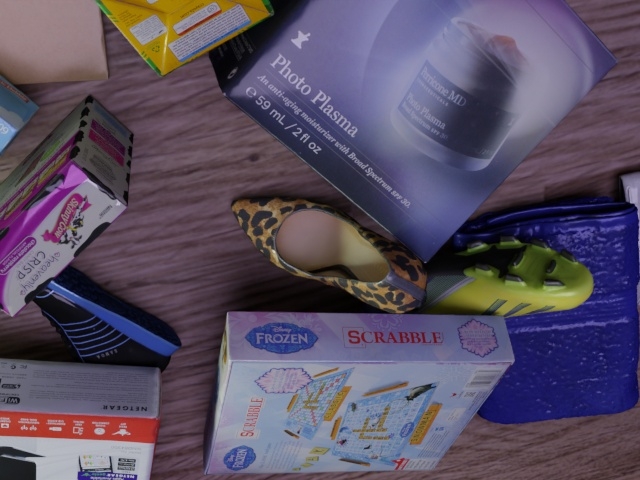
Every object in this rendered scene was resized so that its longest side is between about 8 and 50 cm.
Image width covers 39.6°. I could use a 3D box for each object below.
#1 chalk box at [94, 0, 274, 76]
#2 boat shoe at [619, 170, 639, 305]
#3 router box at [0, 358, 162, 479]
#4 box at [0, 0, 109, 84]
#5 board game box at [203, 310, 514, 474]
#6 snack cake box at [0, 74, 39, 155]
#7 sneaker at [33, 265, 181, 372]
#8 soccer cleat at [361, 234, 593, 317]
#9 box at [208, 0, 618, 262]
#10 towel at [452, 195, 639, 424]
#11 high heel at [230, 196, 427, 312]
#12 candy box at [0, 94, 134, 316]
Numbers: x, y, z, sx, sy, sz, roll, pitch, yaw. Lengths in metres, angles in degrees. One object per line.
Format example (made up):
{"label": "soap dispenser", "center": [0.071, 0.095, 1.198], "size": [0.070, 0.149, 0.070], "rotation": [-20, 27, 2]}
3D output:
{"label": "chalk box", "center": [-0.155, -0.293, 0.853], "size": [0.132, 0.213, 0.132], "rotation": [-27, 148, 7]}
{"label": "boat shoe", "center": [0.406, -0.001, 1.154], "size": [0.063, 0.066, 0.184], "rotation": [-1, 117, 5]}
{"label": "router box", "center": [-0.373, 0.275, 1.071], "size": [0.335, 0.082, 0.301], "rotation": [5, 127, -12]}
{"label": "box", "center": [-0.330, -0.243, 0.923], "size": [0.201, 0.021, 0.165], "rotation": [-5, 114, -9]}
{"label": "board game box", "center": [0.028, 0.194, 1.081], "size": [0.317, 0.066, 0.319], "rotation": [2, 144, -13]}
{"label": "snack cake box", "center": [-0.439, -0.154, 0.884], "size": [0.264, 0.089, 0.152], "rotation": [40, 109, -17]}
{"label": "sneaker", "center": [-0.280, 0.101, 1.053], "size": [0.232, 0.081, 0.090], "rotation": [35, 98, -23]}
{"label": "soccer cleat", "center": [0.185, 0.067, 1.069], "size": [0.289, 0.093, 0.121], "rotation": [-3, 122, 29]}
{"label": "box", "center": [0.090, -0.193, 0.941], "size": [0.296, 0.183, 0.294], "rotation": [38, 101, -24]}
{"label": "towel", "center": [0.299, 0.095, 1.165], "size": [0.227, 0.076, 0.308], "rotation": [-7, 116, 9]}
{"label": "high heel", "center": [0.000, 0.000, 0.970], "size": [0.261, 0.186, 0.093], "rotation": [26, 87, 12]}
{"label": "candy box", "center": [-0.270, -0.044, 0.905], "size": [0.159, 0.233, 0.071], "rotation": [-42, 115, 10]}
